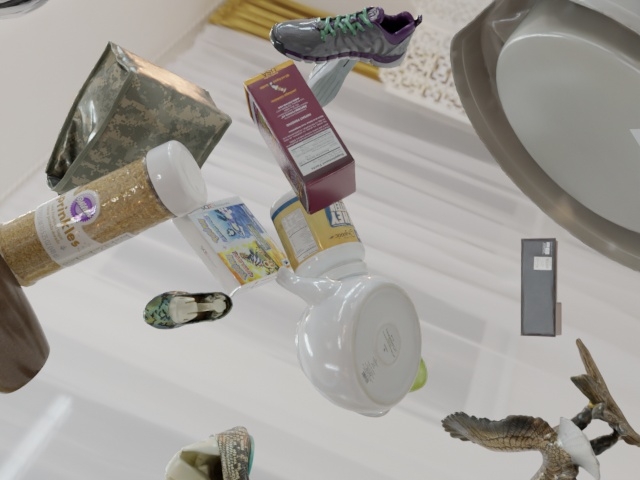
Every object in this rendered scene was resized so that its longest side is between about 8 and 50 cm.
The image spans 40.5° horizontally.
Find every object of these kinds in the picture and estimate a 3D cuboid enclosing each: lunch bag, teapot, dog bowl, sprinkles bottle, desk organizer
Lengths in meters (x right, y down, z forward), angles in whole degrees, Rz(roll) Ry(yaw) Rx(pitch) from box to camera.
[{"bbox_3d":[-0.345,-0.177,1.601,0.287,0.235,0.169,-55,43,15],"label":"lunch bag"},{"bbox_3d":[0.046,0.181,1.512,0.253,0.187,0.255,13,-103,-49],"label":"teapot"},{"bbox_3d":[0.283,-0.117,0.810,0.102,0.349,0.349,-44,-10,-13],"label":"dog bowl"},{"bbox_3d":[-0.368,-0.041,1.446,0.356,0.121,0.121,-24,5,11],"label":"sprinkles bottle"},{"bbox_3d":[0.297,0.063,1.162,0.050,0.047,0.130,11,-100,-63],"label":"desk organizer"}]

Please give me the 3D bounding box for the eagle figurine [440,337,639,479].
[{"bbox_3d":[0.353,0.340,1.377,0.298,0.225,0.226,-36,32,23],"label":"eagle figurine"}]

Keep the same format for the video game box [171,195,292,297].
[{"bbox_3d":[-0.176,0.007,1.771,0.048,0.205,0.187,-48,-15,33],"label":"video game box"}]

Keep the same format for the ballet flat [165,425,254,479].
[{"bbox_3d":[-0.196,0.469,1.575,0.164,0.182,0.483,-64,18,15],"label":"ballet flat"}]

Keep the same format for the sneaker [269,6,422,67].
[{"bbox_3d":[0.038,-0.318,1.287,0.098,0.224,0.083,124,137,-52],"label":"sneaker"}]

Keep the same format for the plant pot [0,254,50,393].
[{"bbox_3d":[-0.532,0.124,1.330,0.230,0.215,0.215,55,-136,-33],"label":"plant pot"}]

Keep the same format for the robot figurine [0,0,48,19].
[{"bbox_3d":[-0.359,-0.331,0.927,0.209,0.173,0.278,-42,15,-2],"label":"robot figurine"}]

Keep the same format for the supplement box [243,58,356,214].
[{"bbox_3d":[-0.029,-0.145,1.227,0.081,0.188,0.104,-28,-20,-8],"label":"supplement box"}]

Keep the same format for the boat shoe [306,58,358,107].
[{"bbox_3d":[0.016,-0.419,2.195,0.226,0.076,0.083,-48,-46,-9],"label":"boat shoe"}]

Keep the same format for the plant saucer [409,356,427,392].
[{"bbox_3d":[0.122,0.254,1.898,0.037,0.241,0.241,-58,0,26],"label":"plant saucer"}]

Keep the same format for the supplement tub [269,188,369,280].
[{"bbox_3d":[0.000,0.000,1.679,0.144,0.199,0.144,-22,-18,-7],"label":"supplement tub"}]

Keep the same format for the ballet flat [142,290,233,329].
[{"bbox_3d":[-0.225,0.117,1.521,0.188,0.070,0.070,-7,-57,-55],"label":"ballet flat"}]
